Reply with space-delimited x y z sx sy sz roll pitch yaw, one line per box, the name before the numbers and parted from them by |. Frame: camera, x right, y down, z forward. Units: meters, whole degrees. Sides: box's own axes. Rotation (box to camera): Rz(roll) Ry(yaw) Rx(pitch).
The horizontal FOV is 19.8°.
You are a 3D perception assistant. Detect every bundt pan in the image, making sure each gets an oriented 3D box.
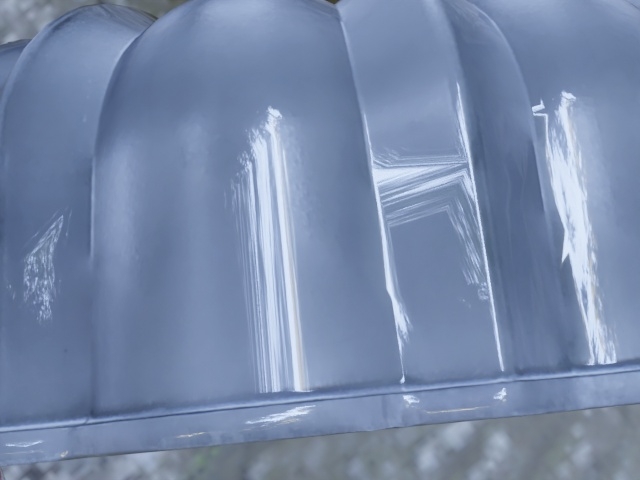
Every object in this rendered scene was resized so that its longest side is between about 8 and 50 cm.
bundt pan | 0.000 0.000 0.569 0.331 0.124 0.331 -6 -6 -1

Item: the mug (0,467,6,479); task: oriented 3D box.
mug | -0.215 0.163 0.928 0.150 0.169 0.113 -12 -13 -33
